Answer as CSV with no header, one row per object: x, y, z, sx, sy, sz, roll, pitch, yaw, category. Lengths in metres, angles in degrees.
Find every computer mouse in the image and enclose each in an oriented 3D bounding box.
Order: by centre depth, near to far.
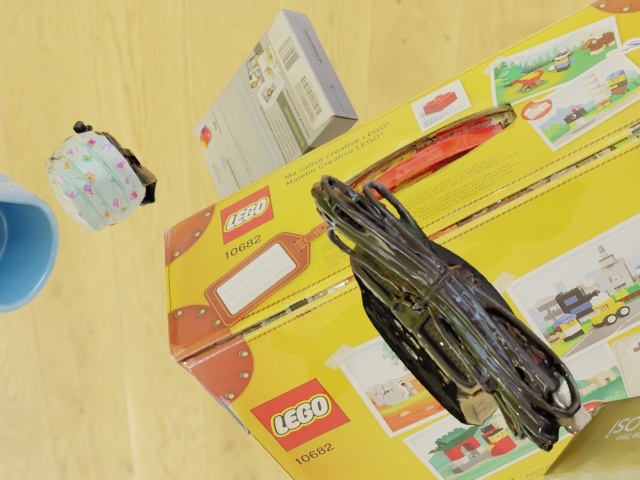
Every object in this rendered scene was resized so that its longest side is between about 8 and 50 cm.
0.086,0.048,0.701,0.072,0.188,0.272,-41,167,-6,computer mouse

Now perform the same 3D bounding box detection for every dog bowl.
-0.400,0.004,1.240,0.297,0.074,0.166,6,100,-64,dog bowl

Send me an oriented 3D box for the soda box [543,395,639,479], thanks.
0.187,0.108,0.543,0.061,0.181,0.058,46,65,-4,soda box

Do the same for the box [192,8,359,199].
-0.051,-0.118,1.158,0.038,0.145,0.186,5,139,-42,box

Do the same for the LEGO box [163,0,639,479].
0.165,0.052,1.057,0.500,0.193,0.372,-27,128,11,LEGO box

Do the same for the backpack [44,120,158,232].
-0.293,-0.077,1.500,0.152,0.182,0.115,46,77,-13,backpack
